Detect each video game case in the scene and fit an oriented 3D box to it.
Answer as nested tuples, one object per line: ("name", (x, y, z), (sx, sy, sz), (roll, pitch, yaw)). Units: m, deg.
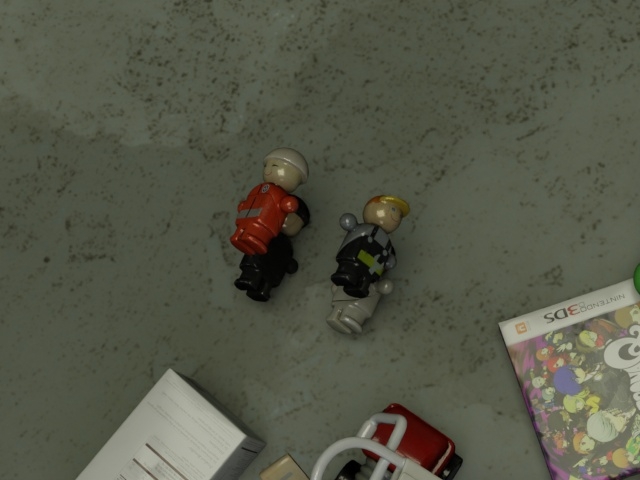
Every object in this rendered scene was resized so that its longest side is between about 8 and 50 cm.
("video game case", (0.355, 0.178, 1.877), (0.210, 0.042, 0.232), (-18, 75, 5))

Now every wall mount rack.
("wall mount rack", (0.086, 0.375, 1.687), (0.350, 0.130, 0.304), (35, 72, -18))

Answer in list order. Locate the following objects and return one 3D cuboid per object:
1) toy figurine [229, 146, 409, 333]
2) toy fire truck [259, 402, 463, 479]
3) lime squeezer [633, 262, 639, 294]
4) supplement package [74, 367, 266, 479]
("toy figurine", (0.000, 0.000, 1.901), (0.209, 0.213, 0.148), (20, 65, 11))
("toy fire truck", (0.043, 0.289, 1.803), (0.158, 0.246, 0.217), (34, 85, 15))
("lime squeezer", (0.445, 0.065, 1.827), (0.110, 0.059, 0.310), (-20, 53, 0))
("supplement package", (-0.205, 0.301, 1.901), (0.134, 0.139, 0.244), (39, 86, 14))
